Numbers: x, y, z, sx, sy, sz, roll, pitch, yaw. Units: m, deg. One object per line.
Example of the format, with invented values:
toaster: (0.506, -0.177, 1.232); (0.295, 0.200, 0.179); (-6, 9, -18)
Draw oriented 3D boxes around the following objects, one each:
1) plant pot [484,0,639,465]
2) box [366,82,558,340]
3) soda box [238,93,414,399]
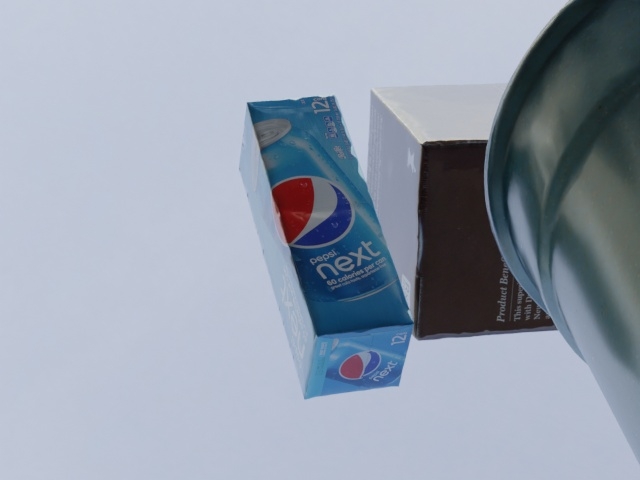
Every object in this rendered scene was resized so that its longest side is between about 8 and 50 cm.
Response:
plant pot: (0.288, 0.037, 1.036); (0.341, 0.341, 0.334); (-37, -149, 18)
box: (0.154, -0.030, 1.522); (0.167, 0.203, 0.168); (-123, -147, -65)
soda box: (0.000, 0.000, 1.242); (0.067, 0.071, 0.210); (-7, -129, -14)
